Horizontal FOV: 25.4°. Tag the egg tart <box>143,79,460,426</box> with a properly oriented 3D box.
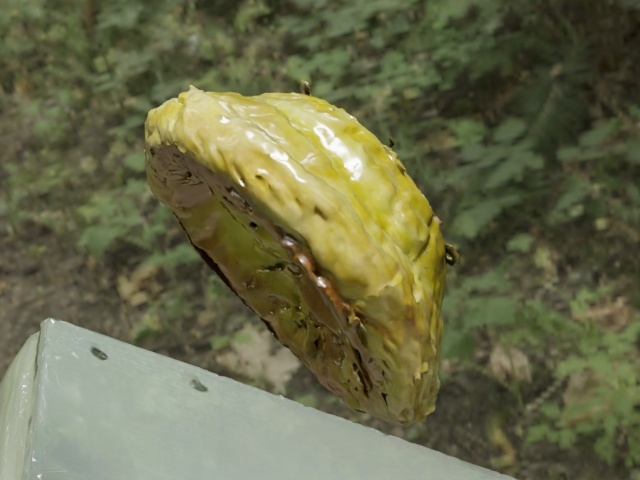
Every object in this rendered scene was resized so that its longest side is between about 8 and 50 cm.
[{"bbox_3d":[0.000,0.000,0.972,0.115,0.290,0.290,-40,36,-14],"label":"egg tart"}]

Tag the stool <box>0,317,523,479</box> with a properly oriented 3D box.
[{"bbox_3d":[-0.053,0.210,0.640,0.269,0.244,0.170,21,23,-18],"label":"stool"}]
